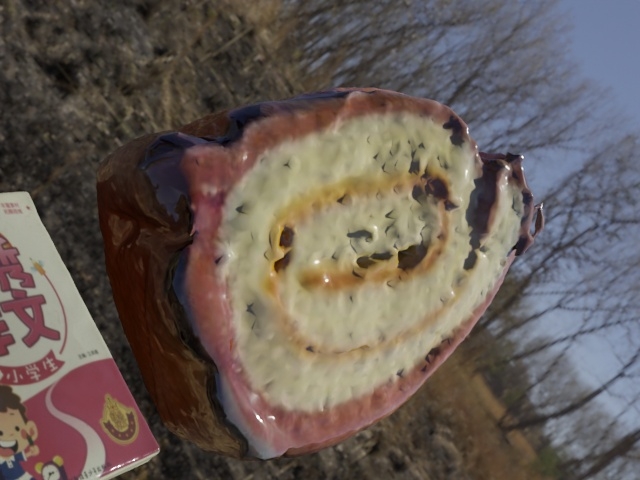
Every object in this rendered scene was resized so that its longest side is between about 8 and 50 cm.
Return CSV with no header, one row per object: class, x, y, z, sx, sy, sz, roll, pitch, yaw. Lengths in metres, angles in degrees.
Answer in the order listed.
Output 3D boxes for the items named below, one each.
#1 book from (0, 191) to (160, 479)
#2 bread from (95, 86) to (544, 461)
book,-0.218,0.070,0.596,0.231,0.022,0.162,61,27,10
bread,0.002,0.012,0.468,0.123,0.244,0.190,12,-66,51
